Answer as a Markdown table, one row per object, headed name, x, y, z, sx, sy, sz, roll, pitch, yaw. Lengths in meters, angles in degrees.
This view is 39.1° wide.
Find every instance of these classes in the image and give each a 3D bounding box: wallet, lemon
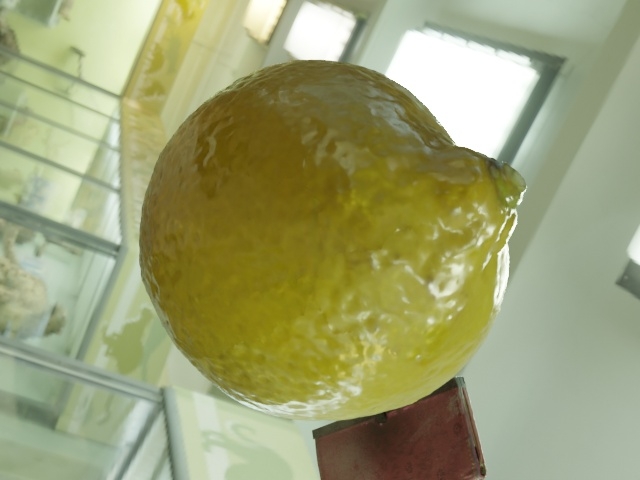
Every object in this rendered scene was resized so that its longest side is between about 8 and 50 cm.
| name | x | y | z | sx | sy | sz | roll | pitch | yaw |
| --- | --- | --- | --- | --- | --- | --- | --- | --- | --- |
| wallet | 0.086 | 0.252 | 1.065 | 0.232 | 0.025 | 0.119 | -29 | -118 | 36 |
| lemon | 0.000 | 0.000 | 0.465 | 0.244 | 0.187 | 0.187 | -7 | -118 | 55 |
